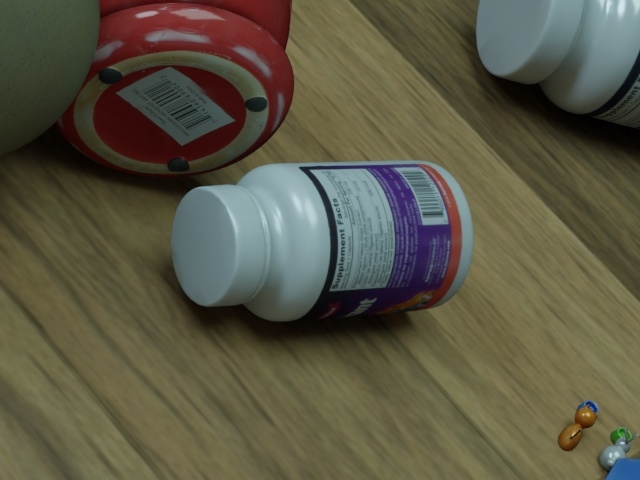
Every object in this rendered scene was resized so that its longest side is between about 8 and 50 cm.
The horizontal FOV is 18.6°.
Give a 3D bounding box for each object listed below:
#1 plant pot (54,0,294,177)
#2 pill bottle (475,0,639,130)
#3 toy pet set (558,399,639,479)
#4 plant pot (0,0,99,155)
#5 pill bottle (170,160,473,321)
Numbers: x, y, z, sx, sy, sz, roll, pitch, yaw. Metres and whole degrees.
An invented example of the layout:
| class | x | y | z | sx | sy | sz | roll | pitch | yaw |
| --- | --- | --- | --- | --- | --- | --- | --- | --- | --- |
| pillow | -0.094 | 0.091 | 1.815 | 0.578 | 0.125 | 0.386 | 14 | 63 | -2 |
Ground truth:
| class | x | y | z | sx | sy | sz | roll | pitch | yaw |
| --- | --- | --- | --- | --- | --- | --- | --- | --- | --- |
| plant pot | -0.112 | -0.150 | 1.359 | 0.191 | 0.191 | 0.174 | 13 | 51 | -24 |
| pill bottle | 0.276 | -0.172 | 1.671 | 0.264 | 0.153 | 0.153 | 13 | 43 | -25 |
| toy pet set | 0.227 | 0.159 | 1.360 | 0.122 | 0.065 | 0.114 | 38 | 39 | 6 |
| plant pot | -0.249 | -0.151 | 1.219 | 0.191 | 0.284 | 0.284 | 25 | 33 | -46 |
| pill bottle | 0.000 | 0.000 | 1.335 | 0.193 | 0.108 | 0.108 | -3 | 51 | -36 |
